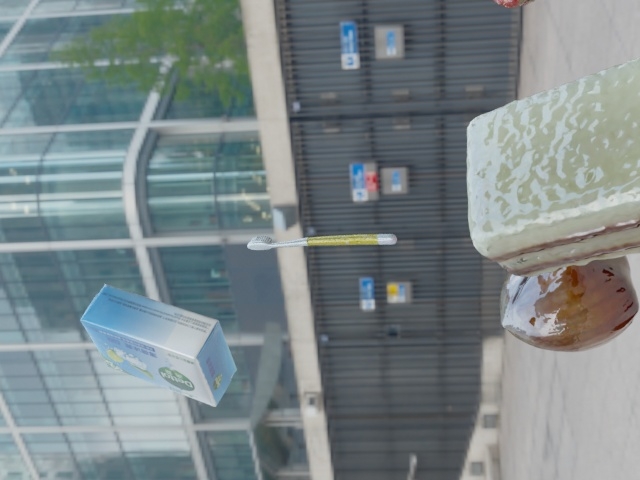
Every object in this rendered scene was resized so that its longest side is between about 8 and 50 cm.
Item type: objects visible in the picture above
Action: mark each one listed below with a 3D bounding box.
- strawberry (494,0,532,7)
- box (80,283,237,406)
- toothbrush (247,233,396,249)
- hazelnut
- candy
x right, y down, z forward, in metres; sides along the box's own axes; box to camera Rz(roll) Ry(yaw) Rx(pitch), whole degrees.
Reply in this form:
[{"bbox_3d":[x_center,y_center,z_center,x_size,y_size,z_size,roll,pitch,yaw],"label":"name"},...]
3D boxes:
[{"bbox_3d":[0.257,-0.345,1.160,0.106,0.106,0.106,-2,-90,-84],"label":"strawberry"},{"bbox_3d":[-0.233,0.152,1.315,0.139,0.194,0.073,79,-148,-51],"label":"box"},{"bbox_3d":[0.000,0.000,1.595,0.024,0.288,0.021,-67,-36,-42],"label":"toothbrush"},{"bbox_3d":[0.388,0.081,1.437,0.212,0.180,0.181,-108,30,-62],"label":"hazelnut"},{"bbox_3d":[0.315,-0.081,0.989,0.135,0.320,0.179,30,-123,-41],"label":"candy"}]
